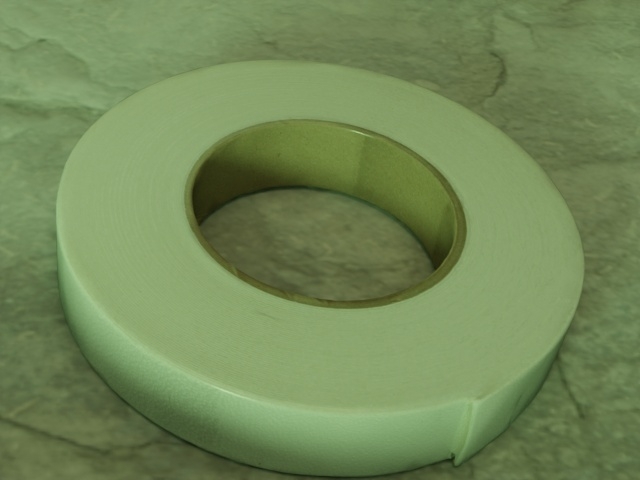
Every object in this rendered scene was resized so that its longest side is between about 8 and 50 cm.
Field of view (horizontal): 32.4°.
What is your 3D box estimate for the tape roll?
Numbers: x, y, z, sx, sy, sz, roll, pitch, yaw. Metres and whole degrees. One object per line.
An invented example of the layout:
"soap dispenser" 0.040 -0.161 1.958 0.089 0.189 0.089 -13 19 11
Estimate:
"tape roll" 0.000 0.000 0.823 0.392 0.072 0.392 6 42 -5
